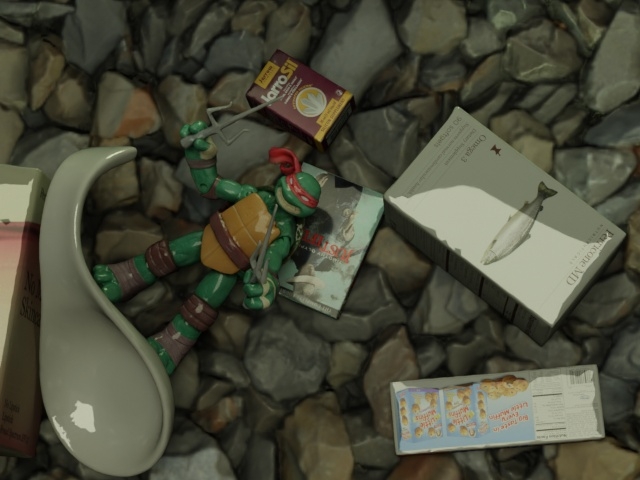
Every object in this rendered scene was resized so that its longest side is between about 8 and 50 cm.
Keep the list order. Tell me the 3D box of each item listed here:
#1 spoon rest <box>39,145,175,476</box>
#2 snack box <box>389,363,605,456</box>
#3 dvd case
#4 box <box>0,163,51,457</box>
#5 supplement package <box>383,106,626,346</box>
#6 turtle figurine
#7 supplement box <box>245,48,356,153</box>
[{"bbox_3d":[-0.186,0.063,1.321,0.137,0.084,0.276,0,98,34],"label":"spoon rest"},{"bbox_3d":[0.150,0.146,1.365,0.178,0.022,0.064,-5,78,3],"label":"snack box"},{"bbox_3d":[0.000,0.000,1.415,0.087,0.013,0.119,23,82,9],"label":"dvd case"},{"bbox_3d":[-0.299,0.059,1.355,0.127,0.148,0.232,7,78,6],"label":"box"},{"bbox_3d":[0.154,-0.010,1.358,0.179,0.105,0.105,38,82,11],"label":"supplement package"},{"bbox_3d":[-0.076,-0.001,1.358,0.234,0.118,0.175,-41,58,17],"label":"turtle figurine"},{"bbox_3d":[-0.017,-0.125,1.429,0.083,0.043,0.055,32,83,11],"label":"supplement box"}]
